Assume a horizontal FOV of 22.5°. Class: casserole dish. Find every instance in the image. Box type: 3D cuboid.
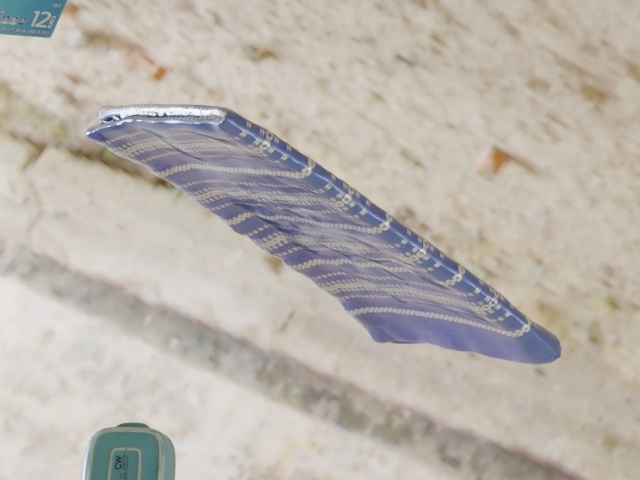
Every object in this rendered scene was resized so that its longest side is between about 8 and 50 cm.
[{"bbox_3d":[-0.232,0.295,1.904,0.114,0.188,0.037,1,147,1],"label":"casserole dish"}]

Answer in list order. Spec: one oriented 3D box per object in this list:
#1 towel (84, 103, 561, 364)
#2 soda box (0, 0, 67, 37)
[{"bbox_3d":[0.000,0.000,1.207,0.336,0.040,0.243,34,166,-28],"label":"towel"},{"bbox_3d":[-0.242,-0.168,0.906,0.210,0.071,0.067,-1,-134,-40],"label":"soda box"}]
